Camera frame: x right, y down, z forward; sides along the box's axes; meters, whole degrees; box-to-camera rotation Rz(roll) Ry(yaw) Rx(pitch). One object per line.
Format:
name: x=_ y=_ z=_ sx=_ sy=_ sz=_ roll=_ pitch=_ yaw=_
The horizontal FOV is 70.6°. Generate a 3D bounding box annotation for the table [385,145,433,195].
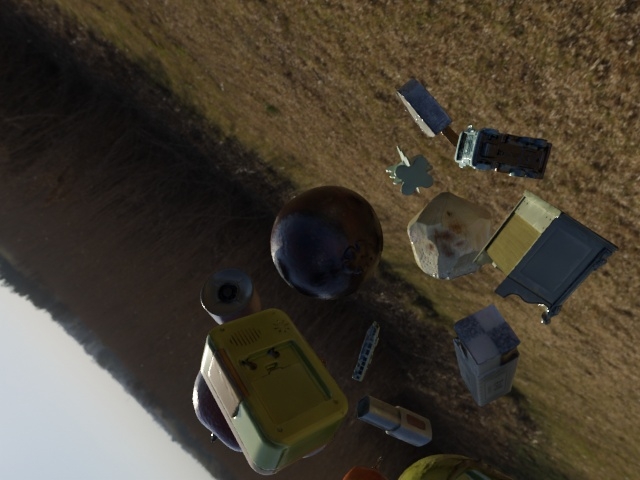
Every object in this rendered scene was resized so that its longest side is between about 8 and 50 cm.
table: x=0.359 y=-0.294 z=1.846 sx=0.166 sy=0.167 sz=0.198 roll=61 pitch=-170 yaw=-27

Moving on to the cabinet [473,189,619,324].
cabinet: x=0.719 y=0.050 z=1.494 sx=0.228 sy=0.318 sz=0.290 roll=30 pitch=-162 yaw=-8

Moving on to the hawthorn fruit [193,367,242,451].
hawthorn fruit: x=-0.230 y=0.524 z=1.518 sx=0.403 sy=0.403 sz=0.402 roll=35 pitch=151 yaw=22

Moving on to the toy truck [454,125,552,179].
toy truck: x=0.594 y=-0.289 z=1.499 sx=0.162 sy=0.306 sz=0.136 roll=-145 pitch=63 yaw=-65

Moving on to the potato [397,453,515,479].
potato: x=0.203 y=0.516 z=0.829 sx=0.213 sy=0.330 sz=0.280 roll=-7 pitch=126 yaw=52

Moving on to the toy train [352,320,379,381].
toy train: x=0.161 y=0.378 z=1.550 sx=0.047 sy=0.207 sz=0.043 roll=17 pitch=166 yaw=19

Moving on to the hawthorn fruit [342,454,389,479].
hawthorn fruit: x=0.167 y=0.914 z=1.641 sx=0.211 sy=0.299 sz=0.211 roll=18 pitch=139 yaw=16

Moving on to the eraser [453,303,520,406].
eraser: x=0.362 y=0.265 z=0.986 sx=0.096 sy=0.098 sz=0.404 roll=64 pitch=-177 yaw=34

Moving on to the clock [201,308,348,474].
clock: x=-0.071 y=0.206 z=0.647 sx=0.202 sy=0.143 sz=0.096 roll=50 pitch=139 yaw=32

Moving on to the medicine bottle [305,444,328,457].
medicine bottle: x=-0.060 y=0.351 z=1.003 sx=0.147 sy=0.147 sz=0.247 roll=57 pitch=173 yaw=-20

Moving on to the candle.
candle: x=0.297 y=-0.360 z=1.275 sx=0.192 sy=0.068 sz=0.168 roll=33 pitch=-160 yaw=-52

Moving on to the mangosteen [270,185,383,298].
mangosteen: x=0.000 y=0.000 z=1.231 sx=0.360 sy=0.306 sz=0.306 roll=20 pitch=144 yaw=53

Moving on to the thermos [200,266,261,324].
thermos: x=-0.239 y=0.215 z=1.307 sx=0.146 sy=0.176 sz=0.265 roll=8 pitch=147 yaw=12

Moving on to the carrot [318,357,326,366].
carrot: x=-0.037 y=0.480 z=1.733 sx=0.060 sy=0.060 sz=0.186 roll=49 pitch=139 yaw=-6

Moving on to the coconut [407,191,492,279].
coconut: x=0.608 y=-0.032 z=2.130 sx=0.415 sy=0.415 sz=0.345 roll=59 pitch=168 yaw=-24

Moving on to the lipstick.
lipstick: x=0.229 y=0.560 z=1.412 sx=0.253 sy=0.079 sz=0.077 roll=30 pitch=126 yaw=-20

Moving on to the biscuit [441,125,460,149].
biscuit: x=0.499 y=-0.370 z=1.670 sx=0.037 sy=0.262 sz=0.262 roll=-42 pitch=91 yaw=22
